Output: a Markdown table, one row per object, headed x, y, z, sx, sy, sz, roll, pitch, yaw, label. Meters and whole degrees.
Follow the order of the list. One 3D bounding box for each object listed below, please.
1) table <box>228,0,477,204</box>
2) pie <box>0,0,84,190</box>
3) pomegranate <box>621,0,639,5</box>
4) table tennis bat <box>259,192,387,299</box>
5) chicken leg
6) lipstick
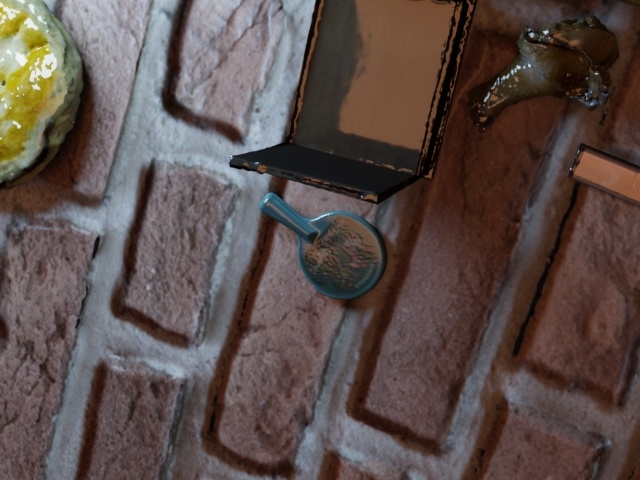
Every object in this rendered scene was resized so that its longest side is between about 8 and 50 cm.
| x | y | z | sx | sy | sz | roll | pitch | yaw | label |
| --- | --- | --- | --- | --- | --- | --- | --- | --- | --- |
| 0.049 | -0.198 | 1.118 | 0.196 | 0.282 | 0.251 | 17 | 105 | 13 | table |
| -0.507 | -0.239 | 1.386 | 0.338 | 0.077 | 0.339 | 3 | 99 | 18 | pie |
| 0.393 | -0.436 | 0.904 | 0.416 | 0.416 | 0.417 | 3 | 102 | 16 | pomegranate |
| 0.000 | 0.000 | 1.307 | 0.201 | 0.033 | 0.124 | 36 | 107 | 2 | table tennis bat |
| 0.272 | -0.210 | 1.161 | 0.196 | 0.080 | 0.125 | -10 | 110 | 19 | chicken leg |
| 0.387 | -0.074 | 1.168 | 0.145 | 0.045 | 0.045 | 25 | 105 | 11 | lipstick |
